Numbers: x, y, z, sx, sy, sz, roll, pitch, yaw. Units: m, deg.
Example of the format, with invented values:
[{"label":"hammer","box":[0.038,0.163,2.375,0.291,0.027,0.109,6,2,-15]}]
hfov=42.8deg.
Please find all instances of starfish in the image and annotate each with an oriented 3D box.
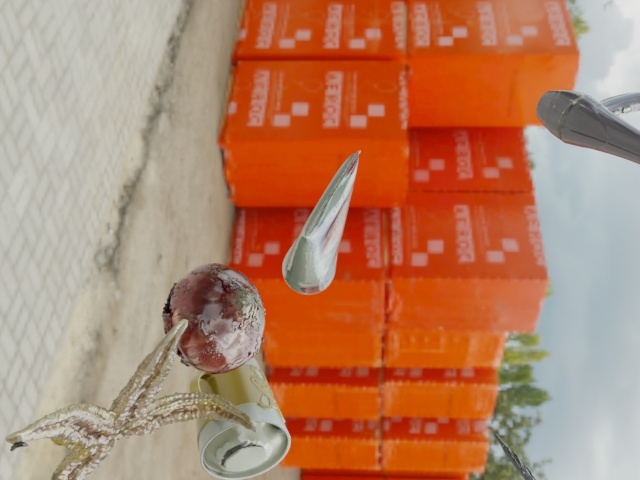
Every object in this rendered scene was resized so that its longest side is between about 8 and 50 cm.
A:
[{"label":"starfish","box":[-0.308,0.310,1.276,0.384,0.398,0.132,93,-27,-57]}]

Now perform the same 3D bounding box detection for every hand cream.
[{"label":"hand cream","box":[0.000,0.000,1.080,0.124,0.077,0.341,-59,177,-20]}]

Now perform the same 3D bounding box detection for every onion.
[{"label":"onion","box":[-0.159,0.119,1.308,0.147,0.184,0.184,-30,-129,49]}]

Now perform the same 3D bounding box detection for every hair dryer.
[{"label":"hair dryer","box":[0.720,-0.293,1.912,0.301,0.361,0.121,37,-43,39]}]

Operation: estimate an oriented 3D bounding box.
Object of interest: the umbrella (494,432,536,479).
[{"label":"umbrella","box":[0.430,0.486,1.603,0.269,0.044,0.044,54,-23,0]}]

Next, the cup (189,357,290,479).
[{"label":"cup","box":[-0.188,0.344,1.684,0.241,0.185,0.226,48,13,-39]}]
